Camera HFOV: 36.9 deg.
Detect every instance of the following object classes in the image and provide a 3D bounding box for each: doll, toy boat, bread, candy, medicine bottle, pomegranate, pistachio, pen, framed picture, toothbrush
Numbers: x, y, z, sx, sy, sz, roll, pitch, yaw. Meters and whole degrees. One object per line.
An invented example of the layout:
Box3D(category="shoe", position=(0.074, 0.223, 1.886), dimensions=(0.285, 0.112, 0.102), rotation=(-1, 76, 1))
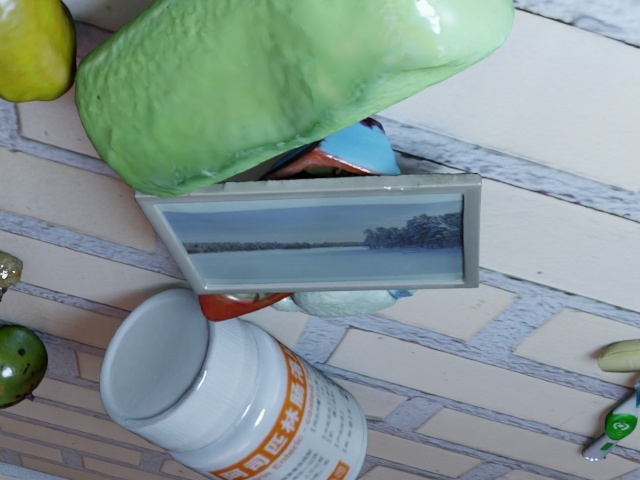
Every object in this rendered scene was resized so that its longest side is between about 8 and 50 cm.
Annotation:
Box3D(category="doll", position=(0.028, 0.048, 1.041), dimensions=(0.214, 0.072, 0.103), rotation=(-21, 140, 40))
Box3D(category="toy boat", position=(-0.042, -0.009, 0.956), dimensions=(0.136, 0.080, 0.392), rotation=(19, 153, -18))
Box3D(category="bread", position=(-0.455, 0.049, 1.292), dimensions=(0.082, 0.060, 0.113), rotation=(23, 154, -24))
Box3D(category="candy", position=(-0.037, -0.132, 0.669), dimensions=(0.343, 0.132, 0.142), rotation=(-17, 99, 43))
Box3D(category="medicine bottle", position=(-0.107, 0.228, 1.312), dimensions=(0.211, 0.211, 0.371), rotation=(-5, 149, 34))
Box3D(category="pomegranate", position=(-0.528, 0.197, 1.543), dimensions=(0.169, 0.149, 0.148), rotation=(22, 154, -3))
Box3D(category="pistachio", position=(-0.239, -0.163, 0.710), dimensions=(0.100, 0.110, 0.189), rotation=(-11, 155, -5))
Box3D(category="pen", position=(0.409, 0.119, 1.056), dimensions=(0.233, 0.032, 0.040), rotation=(-17, 117, 44))
Box3D(category="framed picture", position=(0.000, 0.000, 0.874), dimensions=(0.289, 0.016, 0.213), rotation=(-1, 154, 8))
Box3D(category="toothbrush", position=(0.411, 0.250, 1.318), dimensions=(0.042, 0.040, 0.418), rotation=(8, 158, 8))
